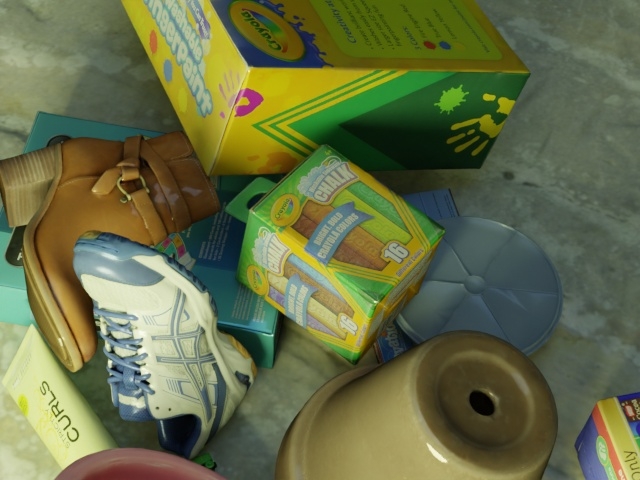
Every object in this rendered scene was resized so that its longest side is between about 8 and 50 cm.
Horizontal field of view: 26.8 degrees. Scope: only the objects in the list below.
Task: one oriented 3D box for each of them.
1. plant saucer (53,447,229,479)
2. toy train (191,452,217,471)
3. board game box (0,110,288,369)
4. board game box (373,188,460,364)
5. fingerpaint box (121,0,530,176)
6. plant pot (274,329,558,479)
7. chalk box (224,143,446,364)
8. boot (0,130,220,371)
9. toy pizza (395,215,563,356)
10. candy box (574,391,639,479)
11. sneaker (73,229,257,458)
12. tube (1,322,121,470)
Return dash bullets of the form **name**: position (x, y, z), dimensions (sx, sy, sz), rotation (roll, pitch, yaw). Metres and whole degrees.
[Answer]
- **plant saucer**: position (-0.122, 0.334, 1.202), dimensions (0.332, 0.084, 0.332), rotation (32, 22, -15)
- **toy train**: position (-0.148, 0.244, 1.394), dimensions (0.083, 0.017, 0.024), rotation (-20, 47, -17)
- **board game box**: position (-0.194, -0.005, 1.536), dimensions (0.336, 0.079, 0.254), rotation (10, 54, 4)
- **board game box**: position (0.118, 0.065, 1.536), dimensions (0.145, 0.027, 0.281), rotation (-8, 54, -11)
- **fingerpaint box**: position (-0.025, -0.279, 1.618), dimensions (0.371, 0.163, 0.445), rotation (-3, 46, -30)
- **plant pot**: position (0.111, 0.204, 1.273), dimensions (0.263, 0.229, 0.263), rotation (10, 55, -15)
- **chalk box**: position (0.000, 0.000, 1.418), dimensions (0.213, 0.132, 0.132), rotation (36, 56, 13)
- **boot**: position (-0.212, -0.001, 1.433), dimensions (0.220, 0.109, 0.283), rotation (-12, 49, -16)
- **toy pizza**: position (0.171, 0.058, 1.508), dimensions (0.201, 0.032, 0.201), rotation (2, 55, -3)
- **candy box**: position (0.453, 0.268, 1.347), dimensions (0.317, 0.122, 0.268), rotation (-10, 55, -9)
- **sneaker**: position (-0.162, 0.112, 1.326), dimensions (0.111, 0.296, 0.131), rotation (11, 60, 37)
- **tube**: position (-0.254, 0.203, 1.384), dimensions (0.070, 0.062, 0.240), rotation (-37, 65, -6)
